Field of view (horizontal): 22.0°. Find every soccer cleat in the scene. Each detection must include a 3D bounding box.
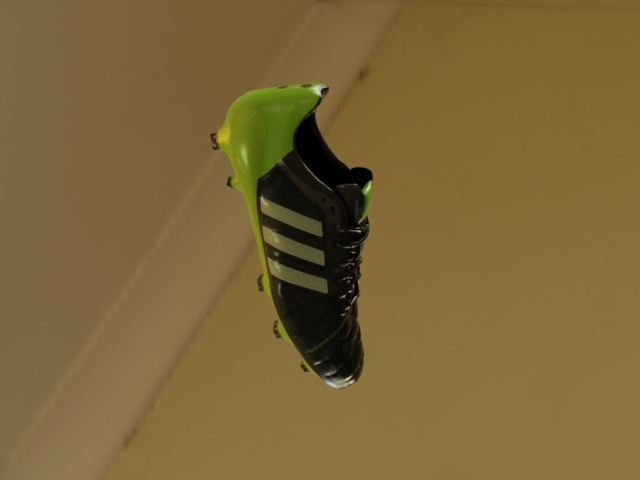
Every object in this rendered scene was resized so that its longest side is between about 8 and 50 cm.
[{"bbox_3d":[0.000,0.000,0.897,0.060,0.072,0.179,-57,-49,-62],"label":"soccer cleat"}]
